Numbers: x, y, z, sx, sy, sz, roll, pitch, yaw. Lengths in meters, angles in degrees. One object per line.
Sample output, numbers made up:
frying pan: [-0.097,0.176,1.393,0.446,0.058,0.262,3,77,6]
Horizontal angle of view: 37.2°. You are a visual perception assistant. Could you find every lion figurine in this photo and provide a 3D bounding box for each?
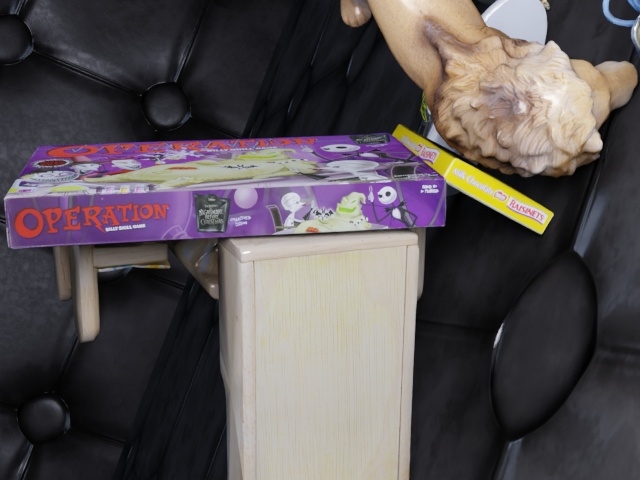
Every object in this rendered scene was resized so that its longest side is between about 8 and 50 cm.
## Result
lion figurine: [0.091,-0.202,0.828,0.142,0.392,0.240,-46,-7,7]

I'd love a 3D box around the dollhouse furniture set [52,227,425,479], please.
dollhouse furniture set: [-0.062,0.072,0.963,0.394,0.361,0.257,-146,54,-63]

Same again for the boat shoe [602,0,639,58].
boat shoe: [0.238,-0.147,0.630,0.089,0.109,0.258,122,166,-47]

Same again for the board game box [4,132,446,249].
board game box: [-0.084,-0.051,0.839,0.208,0.346,0.056,-127,35,-74]

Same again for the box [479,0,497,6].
box: [0.199,-0.293,1.041,0.062,0.083,0.052,139,149,-61]

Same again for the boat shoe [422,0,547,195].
boat shoe: [0.163,-0.157,1.007,0.076,0.080,0.229,-101,27,-63]

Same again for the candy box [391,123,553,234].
candy box: [0.134,-0.062,0.893,0.027,0.105,0.206,-59,16,9]

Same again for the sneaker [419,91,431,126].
sneaker: [0.138,-0.175,1.206,0.083,0.031,0.035,-84,20,-47]

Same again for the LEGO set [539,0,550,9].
LEGO set: [0.211,-0.222,1.011,0.054,0.023,0.083,-129,62,-75]
